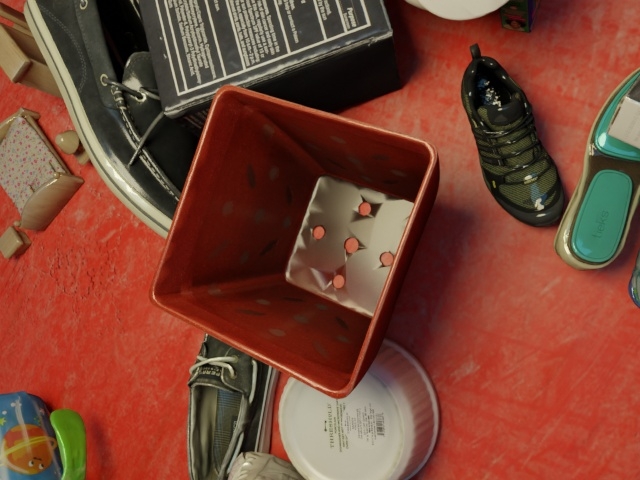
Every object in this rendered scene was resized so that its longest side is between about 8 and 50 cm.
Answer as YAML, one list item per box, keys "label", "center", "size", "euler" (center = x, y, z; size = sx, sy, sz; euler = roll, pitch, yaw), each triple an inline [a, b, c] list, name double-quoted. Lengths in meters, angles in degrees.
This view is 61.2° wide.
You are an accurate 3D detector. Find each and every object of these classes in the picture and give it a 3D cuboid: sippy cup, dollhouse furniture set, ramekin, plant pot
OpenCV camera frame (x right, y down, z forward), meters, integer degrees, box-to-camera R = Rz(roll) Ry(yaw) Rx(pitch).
- label: "sippy cup"
  center: [-0.526, 0.382, 0.887]
  size: [0.305, 0.240, 0.224]
  euler: [-17, 63, -18]
- label: "dollhouse furniture set"
  center: [-0.582, -0.199, 0.971]
  size: [0.355, 0.174, 0.303]
  euler: [-46, 70, 13]
- label: "ramekin"
  center: [0.043, 0.229, 0.705]
  size: [0.207, 0.109, 0.207]
  euler: [-2, 85, 23]
- label: "plant pot"
  center: [0.000, 0.000, 0.672]
  size: [0.267, 0.236, 0.267]
  euler: [21, 94, 23]

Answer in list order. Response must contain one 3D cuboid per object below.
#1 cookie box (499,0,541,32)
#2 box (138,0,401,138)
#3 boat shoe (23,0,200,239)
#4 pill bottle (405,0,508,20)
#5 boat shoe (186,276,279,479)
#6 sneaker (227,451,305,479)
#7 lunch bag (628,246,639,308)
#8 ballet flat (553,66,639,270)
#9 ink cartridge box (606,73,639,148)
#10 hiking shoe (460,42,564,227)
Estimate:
- label: "cookie box"
  center: [0.250, -0.321, 0.660]
  size: [0.040, 0.107, 0.092]
  euler: [19, 93, 23]
- label: "box"
  center: [-0.071, -0.319, 0.736]
  size: [0.294, 0.183, 0.296]
  euler: [-16, 81, 11]
- label: "boat shoe"
  center: [-0.258, -0.203, 0.802]
  size: [0.156, 0.187, 0.500]
  euler: [-32, 84, 19]
- label: "pill bottle"
  center: [0.137, -0.358, 0.613]
  size: [0.162, 0.162, 0.278]
  euler: [-29, 35, 18]
- label: "boat shoe"
  center: [-0.126, 0.195, 0.774]
  size: [0.121, 0.119, 0.335]
  euler: [-3, 85, 23]
- label: "sneaker"
  center: [-0.082, 0.327, 0.650]
  size: [0.152, 0.305, 0.114]
  euler: [29, 81, 28]
- label: "lunch bag"
  center: [0.441, -0.001, 0.563]
  size: [0.176, 0.090, 0.219]
  euler: [15, 91, 24]
- label: "ballet flat"
  center: [0.337, -0.082, 0.620]
  size: [0.086, 0.086, 0.248]
  euler: [26, 91, 23]
- label: "ink cartridge box"
  center: [0.492, -0.152, 0.505]
  size: [0.307, 0.072, 0.303]
  euler: [33, 72, 24]
- label: "hiking shoe"
  center: [0.221, -0.121, 0.653]
  size: [0.086, 0.114, 0.227]
  euler: [-27, 76, 20]
